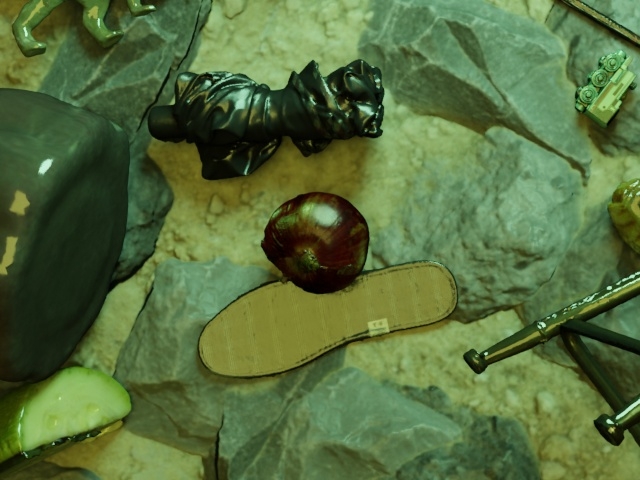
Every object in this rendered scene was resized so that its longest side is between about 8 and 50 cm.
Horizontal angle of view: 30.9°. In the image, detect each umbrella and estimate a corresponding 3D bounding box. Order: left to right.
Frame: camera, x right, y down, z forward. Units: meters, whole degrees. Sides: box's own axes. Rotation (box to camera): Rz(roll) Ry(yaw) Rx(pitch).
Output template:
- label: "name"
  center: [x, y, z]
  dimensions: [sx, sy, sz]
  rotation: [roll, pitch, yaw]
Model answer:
- label: "umbrella"
  center: [-0.061, -0.140, 1.307]
  dimensions: [0.272, 0.122, 0.110]
  rotation: [-6, 44, 10]

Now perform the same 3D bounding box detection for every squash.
- label: "squash"
  center: [-0.366, 0.232, 1.368]
  dimensions: [0.252, 0.169, 0.093]
  rotation: [-31, 80, 38]

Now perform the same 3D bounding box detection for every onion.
- label: "onion"
  center: [0.000, 0.000, 1.287]
  dimensions: [0.117, 0.118, 0.118]
  rotation: [43, 93, -16]

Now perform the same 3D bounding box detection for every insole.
- label: "insole"
  center: [0.006, 0.089, 1.334]
  dimensions: [0.309, 0.012, 0.110]
  rotation: [-12, 85, 6]

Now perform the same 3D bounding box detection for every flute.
- label: "flute"
  center: [0.358, -0.225, 1.304]
  dimensions: [0.269, 0.014, 0.014]
  rotation: [33, 92, 7]

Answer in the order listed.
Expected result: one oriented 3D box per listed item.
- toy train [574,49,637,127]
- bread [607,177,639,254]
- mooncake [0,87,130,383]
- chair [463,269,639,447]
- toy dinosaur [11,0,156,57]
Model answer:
- label: "toy train"
  center: [0.322, -0.172, 1.296]
  dimensions: [0.053, 0.033, 0.083]
  rotation: [38, 92, 1]
- label: "bread"
  center: [0.363, -0.018, 1.273]
  dimensions: [0.066, 0.060, 0.110]
  rotation: [-41, 84, 32]
- label: "mooncake"
  center: [-0.322, -0.007, 1.244]
  dimensions: [0.154, 0.306, 0.306]
  rotation: [21, 90, 13]
- label: "chair"
  center: [0.446, 0.144, 1.105]
  dimensions: [0.410, 0.364, 0.362]
  rotation: [-39, 99, -7]
- label: "toy dinosaur"
  center: [-0.260, -0.317, 1.351]
  dimensions: [0.294, 0.077, 0.162]
  rotation: [-22, 81, -9]
